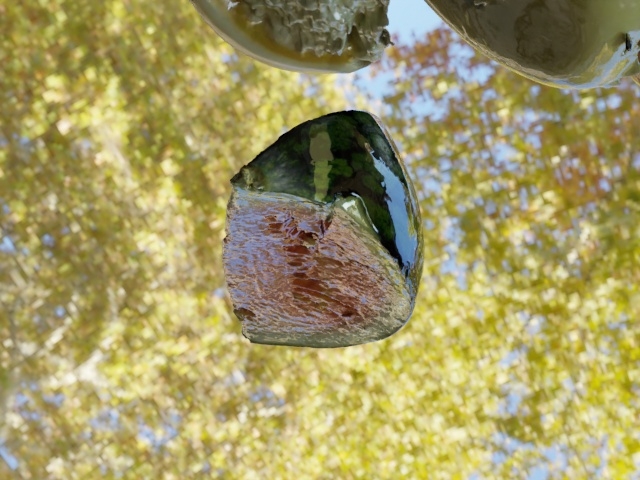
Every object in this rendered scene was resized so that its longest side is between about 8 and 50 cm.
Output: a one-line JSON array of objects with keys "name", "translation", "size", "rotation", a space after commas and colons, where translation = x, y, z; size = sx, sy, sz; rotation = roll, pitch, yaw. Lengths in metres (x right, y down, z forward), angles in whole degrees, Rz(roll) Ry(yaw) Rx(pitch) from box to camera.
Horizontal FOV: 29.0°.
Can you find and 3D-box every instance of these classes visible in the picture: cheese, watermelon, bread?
[{"name": "cheese", "translation": [0.172, -0.261, 1.094], "size": [0.128, 0.259, 0.316], "rotation": [-41, -104, -13]}, {"name": "watermelon", "translation": [0.023, 0.015, 0.966], "size": [0.159, 0.303, 0.128], "rotation": [-35, -107, -17]}, {"name": "bread", "translation": [-0.008, -0.394, 1.472], "size": [0.329, 0.424, 0.245], "rotation": [31, -123, 20]}]

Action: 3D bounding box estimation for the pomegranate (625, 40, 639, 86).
[{"name": "pomegranate", "translation": [0.437, -0.265, 1.442], "size": [0.209, 0.209, 0.209], "rotation": [-17, -145, 13]}]
